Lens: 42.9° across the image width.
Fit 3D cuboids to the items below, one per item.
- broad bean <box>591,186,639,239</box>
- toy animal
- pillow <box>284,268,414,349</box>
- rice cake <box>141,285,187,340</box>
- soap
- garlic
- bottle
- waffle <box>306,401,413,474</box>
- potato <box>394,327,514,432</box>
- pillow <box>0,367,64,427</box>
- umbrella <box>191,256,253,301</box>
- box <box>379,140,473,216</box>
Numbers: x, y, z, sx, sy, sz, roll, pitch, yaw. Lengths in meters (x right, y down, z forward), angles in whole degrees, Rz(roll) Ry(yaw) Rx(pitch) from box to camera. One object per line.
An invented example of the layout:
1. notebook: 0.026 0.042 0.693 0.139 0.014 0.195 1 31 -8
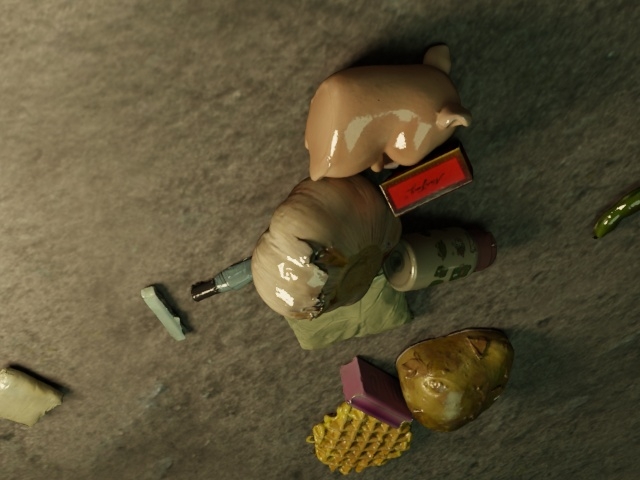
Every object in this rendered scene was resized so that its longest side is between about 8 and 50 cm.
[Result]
1. broad bean: 0.680 -0.083 1.751 0.065 0.046 0.254 24 127 -39
2. toy animal: 0.110 -0.204 1.414 0.256 0.195 0.213 -5 143 -10
3. pillow: 0.062 0.159 1.834 0.281 0.076 0.274 -16 145 5
4. rice cake: -0.339 0.160 1.794 0.042 0.030 0.180 -20 136 5
5. soap: 0.141 0.385 2.053 0.065 0.122 0.203 -36 131 24
6. garlic: 0.013 0.008 1.568 0.322 0.241 0.322 -39 173 -6
7. bottle: 0.259 0.033 1.704 0.253 0.120 0.120 -7 139 -32
8. waffle: 0.110 0.546 2.250 0.329 0.062 0.329 -6 136 -6
9. potato: 0.352 0.363 2.027 0.300 0.196 0.246 -15 137 1
10. pillow: -0.699 0.366 1.892 0.134 0.077 0.181 -34 132 21
11. umbrella: -0.162 0.073 1.727 0.251 0.053 0.052 -25 136 12
12. box: 0.199 -0.117 1.494 0.153 0.240 0.074 -21 96 13
